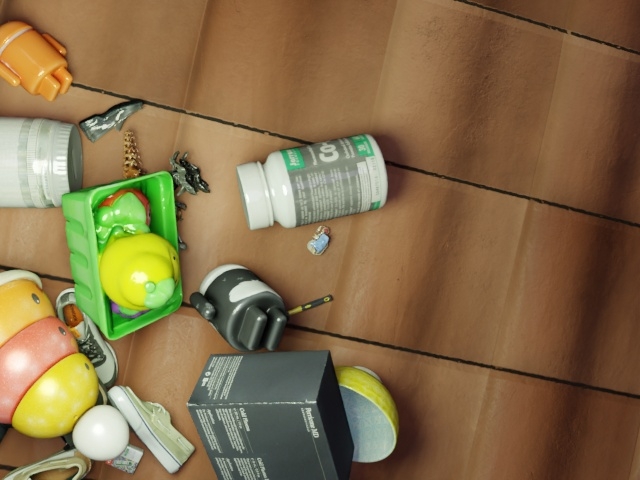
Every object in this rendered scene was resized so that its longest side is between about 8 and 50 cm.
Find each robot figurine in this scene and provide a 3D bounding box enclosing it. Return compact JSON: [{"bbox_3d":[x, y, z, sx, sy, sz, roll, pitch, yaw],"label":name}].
[{"bbox_3d":[-0.196,0.172,1.665,0.173,0.278,0.209,-41,131,-12],"label":"robot figurine"},{"bbox_3d":[-0.719,-0.450,1.647,0.219,0.128,0.158,45,86,-8],"label":"robot figurine"}]

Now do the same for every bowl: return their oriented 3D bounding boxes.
[{"bbox_3d":[0.086,0.425,1.754,0.289,0.289,0.156,44,42,-7],"label":"bowl"}]

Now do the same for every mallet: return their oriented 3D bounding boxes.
[{"bbox_3d":[-0.062,0.179,1.807,0.190,0.039,0.062,-27,95,-12],"label":"mallet"}]

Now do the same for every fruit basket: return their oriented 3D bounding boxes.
[{"bbox_3d":[-0.416,0.042,1.533,0.283,0.392,0.392,-26,96,-51],"label":"fruit basket"}]

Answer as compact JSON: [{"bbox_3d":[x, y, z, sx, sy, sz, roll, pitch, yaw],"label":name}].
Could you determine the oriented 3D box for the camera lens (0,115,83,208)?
[{"bbox_3d":[-0.732,-0.187,1.598,0.274,0.219,0.219,1,90,-9],"label":"camera lens"}]

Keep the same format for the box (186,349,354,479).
[{"bbox_3d":[-0.106,0.454,1.613,0.312,0.179,0.343,-4,121,16],"label":"box"}]

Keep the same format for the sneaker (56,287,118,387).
[{"bbox_3d":[-0.598,0.255,1.680,0.100,0.108,0.271,-23,100,-9],"label":"sneaker"}]

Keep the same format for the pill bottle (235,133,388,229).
[{"bbox_3d":[-0.024,-0.146,1.722,0.361,0.204,0.204,-13,93,-10],"label":"pill bottle"}]

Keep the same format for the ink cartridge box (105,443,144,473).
[{"bbox_3d":[-0.528,0.556,1.735,0.115,0.029,0.063,26,87,-9],"label":"ink cartridge box"}]

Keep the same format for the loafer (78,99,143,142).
[{"bbox_3d":[-0.532,-0.311,1.718,0.170,0.062,0.061,-24,116,-5],"label":"loafer"}]

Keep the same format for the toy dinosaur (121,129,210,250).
[{"bbox_3d":[-0.417,-0.122,1.695,0.218,0.164,0.322,-24,116,8],"label":"toy dinosaur"}]

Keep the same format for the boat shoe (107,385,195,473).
[{"bbox_3d":[-0.430,0.466,1.697,0.094,0.109,0.302,-41,123,-24],"label":"boat shoe"}]

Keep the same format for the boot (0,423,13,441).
[{"bbox_3d":[-0.785,0.476,1.658,0.246,0.094,0.207,28,83,-2],"label":"boot"}]

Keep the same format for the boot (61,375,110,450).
[{"bbox_3d":[-0.594,0.417,1.639,0.137,0.077,0.198,-35,129,-37],"label":"boot"}]

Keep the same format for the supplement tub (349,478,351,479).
[{"bbox_3d":[0.035,0.691,1.742,0.144,0.200,0.144,0,90,-10],"label":"supplement tub"}]

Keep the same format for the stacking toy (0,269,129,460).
[{"bbox_3d":[-0.628,0.329,1.514,0.480,0.350,0.350,37,85,5],"label":"stacking toy"}]

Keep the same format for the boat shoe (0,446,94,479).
[{"bbox_3d":[-0.720,0.617,1.666,0.302,0.103,0.113,-33,96,-6],"label":"boat shoe"}]

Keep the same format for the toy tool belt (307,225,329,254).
[{"bbox_3d":[0.000,0.000,1.804,0.052,0.051,0.083,35,85,-8],"label":"toy tool belt"}]
